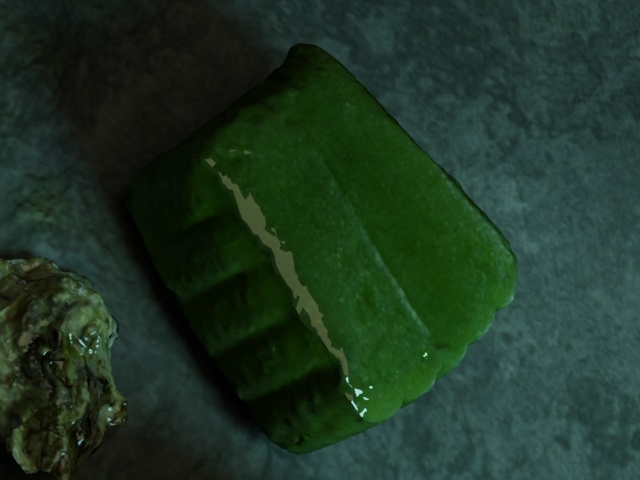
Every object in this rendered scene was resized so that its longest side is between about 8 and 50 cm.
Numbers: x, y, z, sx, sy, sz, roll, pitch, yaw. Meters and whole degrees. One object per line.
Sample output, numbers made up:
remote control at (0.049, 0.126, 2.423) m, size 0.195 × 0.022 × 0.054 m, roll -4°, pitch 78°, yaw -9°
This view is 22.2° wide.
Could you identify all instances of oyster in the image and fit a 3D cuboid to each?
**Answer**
oyster at (-0.164, 0.083, 1.029) m, size 0.108 × 0.053 × 0.165 m, roll 15°, pitch 55°, yaw -42°

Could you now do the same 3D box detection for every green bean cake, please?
green bean cake at (0.000, 0.000, 1.138) m, size 0.222 × 0.125 × 0.248 m, roll -38°, pitch 97°, yaw -42°
